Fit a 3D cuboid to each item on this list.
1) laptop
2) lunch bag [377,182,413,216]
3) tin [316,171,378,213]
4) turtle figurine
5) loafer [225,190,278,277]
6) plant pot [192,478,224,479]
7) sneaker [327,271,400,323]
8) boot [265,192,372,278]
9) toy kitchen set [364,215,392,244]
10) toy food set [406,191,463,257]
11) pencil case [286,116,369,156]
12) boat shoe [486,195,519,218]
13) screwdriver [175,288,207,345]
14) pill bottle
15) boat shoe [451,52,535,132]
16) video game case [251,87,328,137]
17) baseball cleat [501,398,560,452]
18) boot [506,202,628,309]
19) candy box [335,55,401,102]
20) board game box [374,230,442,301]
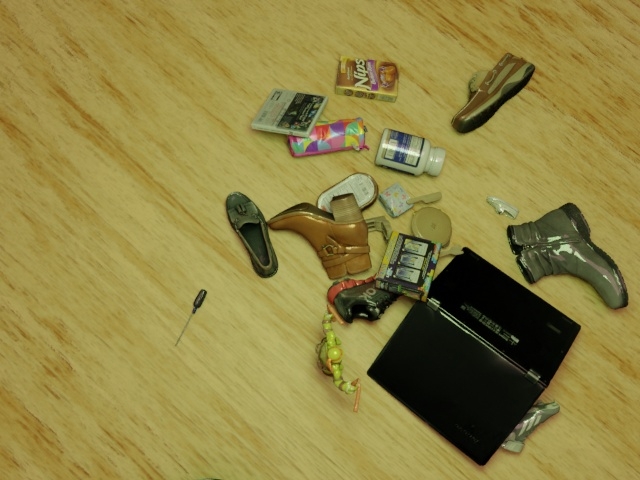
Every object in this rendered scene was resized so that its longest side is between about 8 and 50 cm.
[{"bbox_3d":[0.414,0.294,1.667,0.382,0.236,0.408,37,49,16],"label":"laptop"},{"bbox_3d":[0.216,-0.112,1.775,0.071,0.053,0.083,-34,70,-12],"label":"lunch bag"},{"bbox_3d":[0.076,-0.121,1.758,0.189,0.040,0.106,-32,74,5],"label":"tin"},{"bbox_3d":[0.033,0.306,1.576,0.087,0.217,0.270,-16,77,-6],"label":"turtle figurine"},{"bbox_3d":[-0.188,-0.027,1.719,0.096,0.084,0.268,-25,78,-8],"label":"loafer"},{"bbox_3d":[-0.263,0.705,1.455,0.292,0.235,0.293,1,75,-2],"label":"plant pot"},{"bbox_3d":[0.163,0.147,1.667,0.275,0.098,0.135,-18,49,-5],"label":"sneaker"},{"bbox_3d":[0.000,0.000,1.721,0.283,0.109,0.220,-12,105,16],"label":"boot"},{"bbox_3d":[0.160,-0.017,1.743,0.075,0.083,0.068,-11,118,-5],"label":"toy kitchen set"},{"bbox_3d":[0.317,-0.036,1.754,0.132,0.038,0.192,-12,75,-19],"label":"toy food set"},{"bbox_3d":[0.021,-0.298,1.791,0.236,0.104,0.105,-6,76,-2],"label":"pencil case"},{"bbox_3d":[0.525,-0.093,1.792,0.100,0.035,0.035,28,74,-2],"label":"boat shoe"},{"bbox_3d":[-0.353,0.212,1.689,0.025,0.024,0.170,26,81,-25],"label":"screwdriver"},{"bbox_3d":[0.258,-0.248,1.779,0.186,0.112,0.112,16,76,1],"label":"pill bottle"},{"bbox_3d":[0.497,-0.445,1.845,0.324,0.123,0.120,-40,75,-19],"label":"boat shoe"},{"bbox_3d":[-0.086,-0.371,1.784,0.173,0.022,0.190,11,48,14],"label":"video game case"},{"bbox_3d":[0.541,0.495,1.634,0.205,0.072,0.110,-16,84,3],"label":"baseball cleat"},{"bbox_3d":[0.678,0.076,1.727,0.222,0.118,0.338,-24,67,-5],"label":"boot"},{"bbox_3d":[0.143,-0.488,1.866,0.186,0.053,0.109,8,76,1],"label":"candy box"},{"bbox_3d":[0.233,0.066,1.633,0.141,0.048,0.170,15,53,13],"label":"board game box"}]
